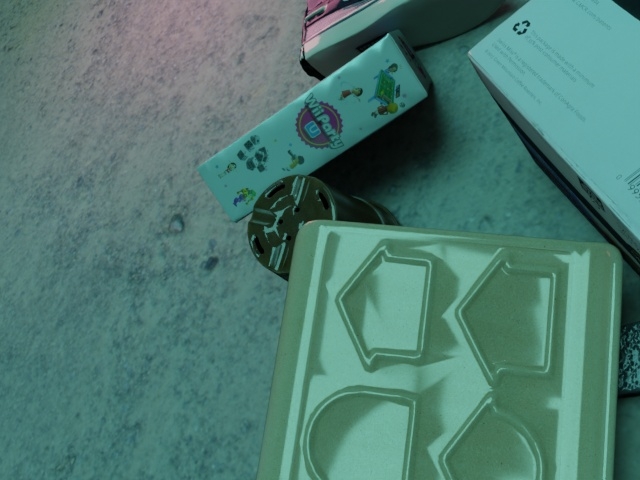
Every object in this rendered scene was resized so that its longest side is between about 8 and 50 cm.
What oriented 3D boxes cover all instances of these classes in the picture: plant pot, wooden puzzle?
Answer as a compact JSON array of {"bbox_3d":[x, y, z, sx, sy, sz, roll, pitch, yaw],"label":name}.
[{"bbox_3d":[0.000,0.000,1.007,0.167,0.165,0.167,-9,71,27],"label":"plant pot"},{"bbox_3d":[0.119,0.149,0.809,0.348,0.080,0.322,4,74,18],"label":"wooden puzzle"}]

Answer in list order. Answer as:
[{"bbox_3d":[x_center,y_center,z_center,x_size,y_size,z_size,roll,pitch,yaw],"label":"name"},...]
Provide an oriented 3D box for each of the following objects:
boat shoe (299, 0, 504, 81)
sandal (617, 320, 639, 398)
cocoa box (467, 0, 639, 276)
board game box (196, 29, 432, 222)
[{"bbox_3d":[0.110,-0.374,1.180,0.340,0.127,0.158,-15,65,30],"label":"boat shoe"},{"bbox_3d":[0.259,0.142,0.842,0.254,0.054,0.097,-7,69,23],"label":"sandal"},{"bbox_3d":[0.357,-0.106,0.781,0.231,0.228,0.347,-38,49,10],"label":"cocoa box"},{"bbox_3d":[0.002,-0.162,1.083,0.303,0.097,0.224,-32,8,16],"label":"board game box"}]
